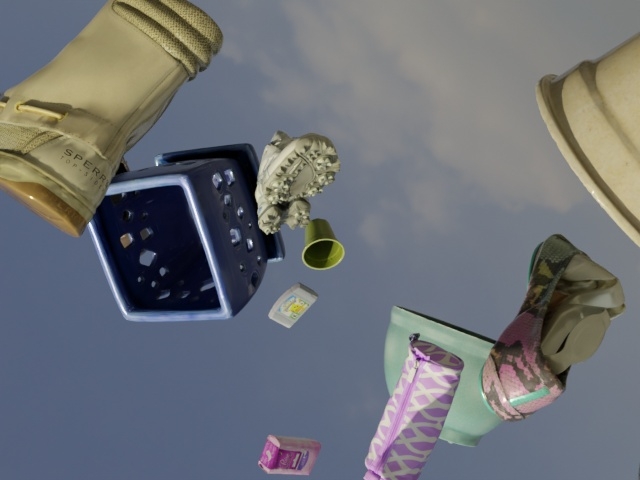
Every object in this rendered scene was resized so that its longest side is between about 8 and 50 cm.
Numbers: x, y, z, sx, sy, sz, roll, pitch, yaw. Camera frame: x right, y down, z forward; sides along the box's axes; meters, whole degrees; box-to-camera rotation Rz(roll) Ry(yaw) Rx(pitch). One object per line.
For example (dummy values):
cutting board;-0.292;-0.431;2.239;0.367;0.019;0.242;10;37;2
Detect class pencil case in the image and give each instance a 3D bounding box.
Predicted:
pencil case;0.128;0.238;1.288;0.086;0.206;0.088;24;-167;29

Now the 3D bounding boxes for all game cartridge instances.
game cartridge;-0.049;0.112;1.628;0.056;0.083;0.017;33;-164;-33

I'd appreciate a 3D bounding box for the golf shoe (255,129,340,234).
golf shoe;-0.034;-0.073;0.890;0.069;0.176;0.086;-8;-108;-20

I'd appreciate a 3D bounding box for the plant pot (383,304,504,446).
plant pot;0.239;0.259;1.722;0.293;0.196;0.293;20;180;0

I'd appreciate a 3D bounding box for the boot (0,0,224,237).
boot;-0.202;-0.125;0.768;0.095;0.203;0.262;43;168;-36

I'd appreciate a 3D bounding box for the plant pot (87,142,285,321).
plant pot;-0.200;-0.023;1.466;0.212;0.236;0.236;-41;-59;-50

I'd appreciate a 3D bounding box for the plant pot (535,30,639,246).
plant pot;0.489;-0.167;1.134;0.334;0.305;0.334;33;-147;-26

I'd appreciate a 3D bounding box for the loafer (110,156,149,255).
loafer;-0.404;-0.143;1.685;0.134;0.130;0.366;-34;-92;-31

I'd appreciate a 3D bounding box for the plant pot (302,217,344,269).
plant pot;0.000;0.000;1.826;0.083;0.083;0.079;27;-146;-32

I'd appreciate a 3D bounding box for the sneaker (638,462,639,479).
sneaker;0.396;0.265;1.014;0.082;0.069;0.209;-48;-53;-39

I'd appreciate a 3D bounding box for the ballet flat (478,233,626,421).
ballet flat;0.192;0.060;0.732;0.077;0.079;0.221;61;-142;-15

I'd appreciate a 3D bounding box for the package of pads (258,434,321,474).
package of pads;-0.042;0.302;1.318;0.083;0.050;0.032;15;-172;-40
